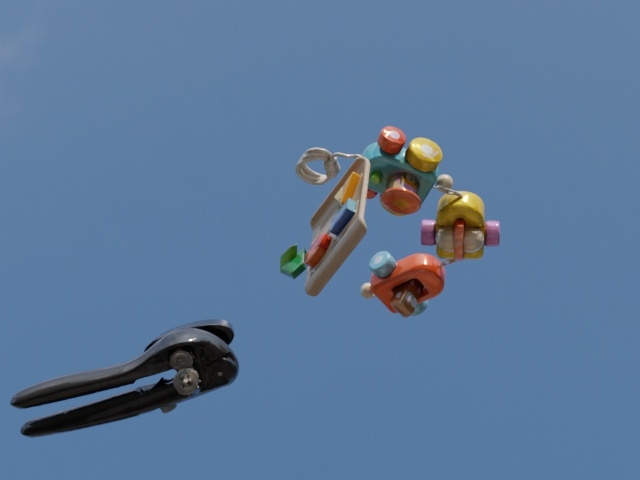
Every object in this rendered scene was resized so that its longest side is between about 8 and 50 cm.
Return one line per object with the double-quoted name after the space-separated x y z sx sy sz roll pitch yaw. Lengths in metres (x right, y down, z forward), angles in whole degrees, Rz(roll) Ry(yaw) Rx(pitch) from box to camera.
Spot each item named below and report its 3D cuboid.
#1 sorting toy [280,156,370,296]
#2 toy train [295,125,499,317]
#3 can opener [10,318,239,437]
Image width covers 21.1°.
0.000 0.000 0.909 0.012 0.062 0.083 26 -55 -18 "sorting toy"
0.056 -0.004 1.221 0.125 0.046 0.166 -20 -52 23 "toy train"
-0.150 0.115 1.338 0.186 0.073 0.059 -22 -88 4 "can opener"
